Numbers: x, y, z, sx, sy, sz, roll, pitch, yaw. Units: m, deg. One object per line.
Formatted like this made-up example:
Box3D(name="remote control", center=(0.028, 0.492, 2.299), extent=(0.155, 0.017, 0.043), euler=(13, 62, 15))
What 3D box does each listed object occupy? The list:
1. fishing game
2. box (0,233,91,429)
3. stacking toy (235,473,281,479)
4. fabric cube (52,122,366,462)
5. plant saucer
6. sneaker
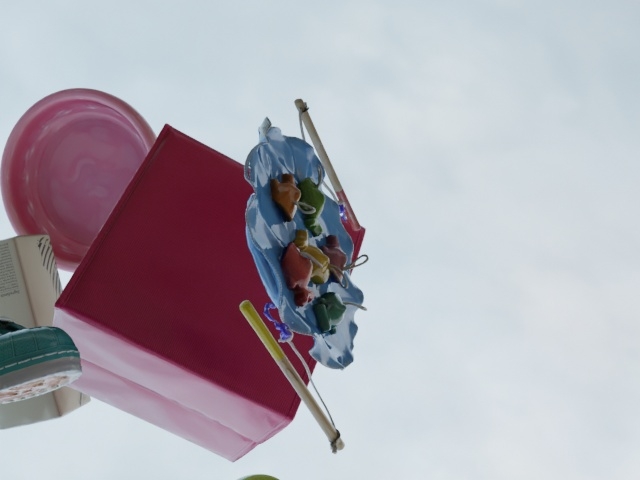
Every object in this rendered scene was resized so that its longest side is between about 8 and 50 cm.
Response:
Box3D(name="fishing game", center=(0.000, 0.000, 0.547), extent=(0.264, 0.041, 0.189), euler=(-78, -34, -56))
Box3D(name="box", center=(-0.447, 0.134, 1.142), extent=(0.094, 0.113, 0.275), euler=(-17, -86, -77))
Box3D(name="stacking toy", center=(-0.033, 0.478, 1.051), extent=(0.279, 0.130, 0.309), euler=(38, -127, -10))
Box3D(name="fabric cube", center=(-0.138, 0.072, 0.884), extent=(0.258, 0.259, 0.254), euler=(28, -122, -7))
Box3D(name="plant saucer", center=(-0.421, -0.107, 1.380), extent=(0.332, 0.332, 0.084), euler=(39, -166, 9))
Box3D(name="sneaker", center=(-0.344, 0.087, 0.633), extent=(0.302, 0.108, 0.121), euler=(-10, -101, 13))
